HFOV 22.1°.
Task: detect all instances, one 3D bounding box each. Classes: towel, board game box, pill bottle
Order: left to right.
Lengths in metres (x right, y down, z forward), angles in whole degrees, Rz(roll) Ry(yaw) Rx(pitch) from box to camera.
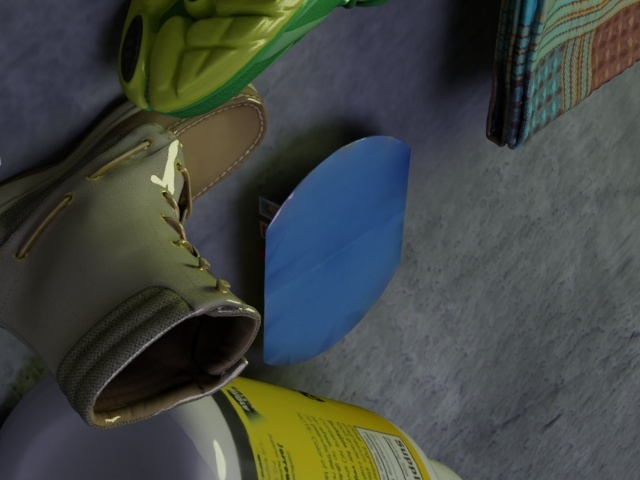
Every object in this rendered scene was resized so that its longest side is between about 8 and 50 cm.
[{"bbox_3d":[-0.037,0.185,1.030,0.334,0.188,0.188,21,100,-52],"label":"pill bottle"},{"bbox_3d":[0.000,0.000,1.067,0.133,0.033,0.169,-33,142,-35],"label":"board game box"},{"bbox_3d":[0.205,-0.265,1.051,0.271,0.040,0.370,-34,138,-43],"label":"towel"}]

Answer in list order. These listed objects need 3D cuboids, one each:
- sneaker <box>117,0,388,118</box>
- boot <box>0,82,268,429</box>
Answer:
[{"bbox_3d":[0.015,-0.162,0.901,0.295,0.109,0.123,-45,137,-14],"label":"sneaker"},{"bbox_3d":[-0.079,0.001,0.870,0.213,0.165,0.077,-33,138,-25],"label":"boot"}]
